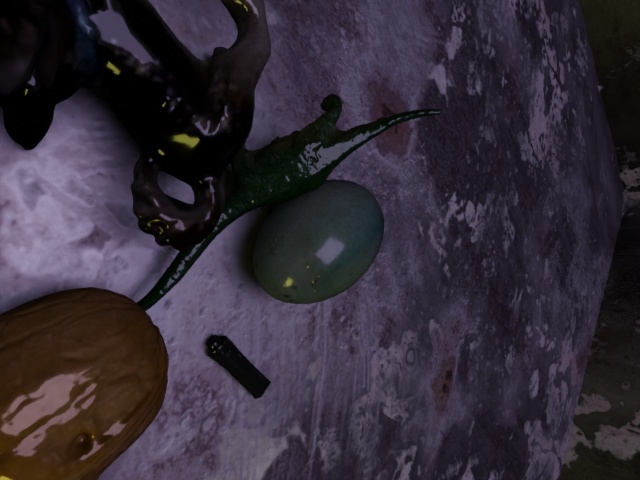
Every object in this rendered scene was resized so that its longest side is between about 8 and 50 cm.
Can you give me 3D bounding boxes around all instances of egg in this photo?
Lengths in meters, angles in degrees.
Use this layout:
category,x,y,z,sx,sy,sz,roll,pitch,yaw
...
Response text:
category,x,y,z,sx,sy,sz,roll,pitch,yaw
egg,0.000,0.000,0.624,0.236,0.169,0.169,-45,120,-35

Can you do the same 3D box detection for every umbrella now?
category,x,y,z,sx,sy,sz,roll,pitch,yaw
umbrella,-0.123,0.191,0.616,0.133,0.031,0.036,56,31,-28

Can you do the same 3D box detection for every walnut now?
category,x,y,z,sx,sy,sz,roll,pitch,yaw
walnut,-0.259,0.152,0.393,0.226,0.193,0.193,-26,109,-41

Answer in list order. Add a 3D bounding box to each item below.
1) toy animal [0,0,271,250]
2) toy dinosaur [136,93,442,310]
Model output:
category,x,y,z,sx,sy,sz,roll,pitch,yaw
toy animal,-0.217,-0.167,0.408,0.344,0.194,0.302,20,73,-35
toy dinosaur,-0.053,-0.058,0.522,0.087,0.447,0.301,62,22,-47
